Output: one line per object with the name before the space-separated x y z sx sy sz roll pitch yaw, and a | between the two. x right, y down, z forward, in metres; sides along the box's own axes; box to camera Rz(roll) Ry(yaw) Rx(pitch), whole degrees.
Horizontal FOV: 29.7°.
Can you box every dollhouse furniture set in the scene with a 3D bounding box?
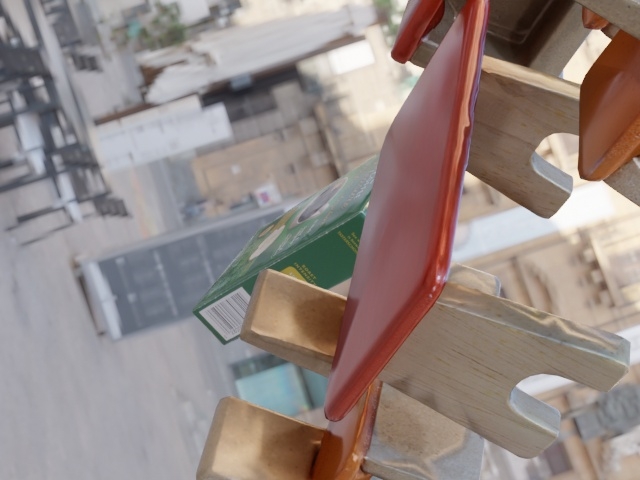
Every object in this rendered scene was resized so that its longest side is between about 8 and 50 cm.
dollhouse furniture set | 0.042 -0.052 0.448 0.259 0.135 0.262 -75 -168 -46

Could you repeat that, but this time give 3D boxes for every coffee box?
coffee box | 0.000 0.000 0.839 0.040 0.184 0.113 49 41 -11
